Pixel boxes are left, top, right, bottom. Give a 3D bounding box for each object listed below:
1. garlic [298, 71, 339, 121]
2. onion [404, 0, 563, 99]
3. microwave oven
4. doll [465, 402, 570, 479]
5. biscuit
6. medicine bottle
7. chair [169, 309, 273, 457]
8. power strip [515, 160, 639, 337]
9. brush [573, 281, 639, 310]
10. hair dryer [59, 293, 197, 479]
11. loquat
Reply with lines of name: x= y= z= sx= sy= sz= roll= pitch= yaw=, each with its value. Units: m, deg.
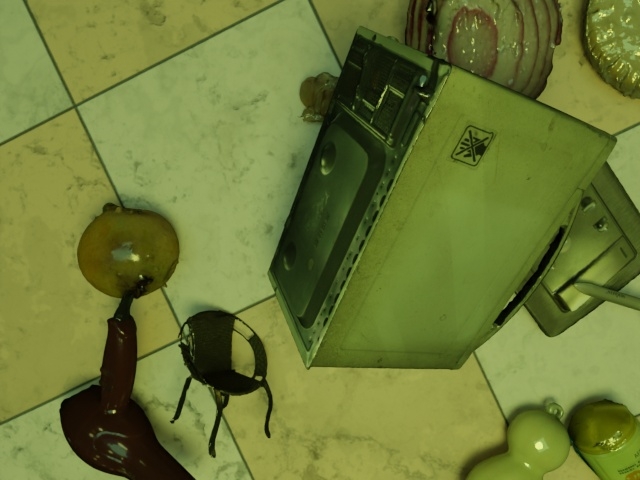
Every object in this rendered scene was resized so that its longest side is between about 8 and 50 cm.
garlic: x=0.014 y=-0.264 z=0.818 sx=0.113 sy=0.094 sz=0.074 roll=22 pitch=53 yaw=7
onion: x=0.271 y=-0.344 z=0.777 sx=0.279 sy=0.146 sz=0.315 roll=-15 pitch=108 yaw=-18
microwave oven: x=0.138 y=-0.041 z=0.649 sx=0.332 sy=0.247 sz=0.395 roll=10 pitch=118 yaw=-27
doll: x=0.357 y=0.427 z=0.818 sx=0.141 sy=0.117 sz=0.296 roll=34 pitch=80 yaw=7
biscuit: x=0.554 y=-0.364 z=0.785 sx=0.178 sy=0.084 sz=0.282 roll=-19 pitch=92 yaw=3
medicine bottle: x=0.551 y=0.400 z=0.799 sx=0.124 sy=0.124 sz=0.239 roll=-39 pitch=88 yaw=3
chair: x=-0.174 y=0.239 z=0.802 sx=0.148 sy=0.174 sz=0.214 roll=1 pitch=87 yaw=42
power strip: x=0.434 y=0.006 z=0.802 sx=0.257 sy=0.092 sz=0.251 roll=-40 pitch=99 yaw=2
brush: x=0.559 y=0.112 z=0.789 sx=0.298 sy=0.042 sz=0.039 roll=15 pitch=122 yaw=-14
hair dryer: x=-0.320 y=0.262 z=0.775 sx=0.312 sy=0.123 sz=0.341 roll=20 pitch=106 yaw=26
loquat: x=-0.348 y=0.013 z=0.811 sx=0.172 sy=0.149 sz=0.205 roll=-32 pitch=74 yaw=4
